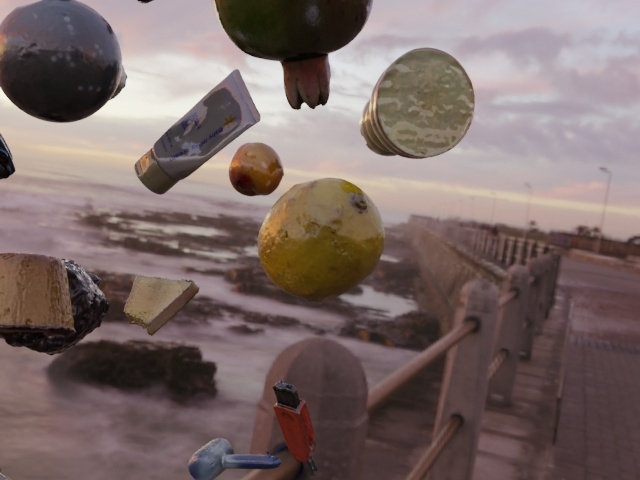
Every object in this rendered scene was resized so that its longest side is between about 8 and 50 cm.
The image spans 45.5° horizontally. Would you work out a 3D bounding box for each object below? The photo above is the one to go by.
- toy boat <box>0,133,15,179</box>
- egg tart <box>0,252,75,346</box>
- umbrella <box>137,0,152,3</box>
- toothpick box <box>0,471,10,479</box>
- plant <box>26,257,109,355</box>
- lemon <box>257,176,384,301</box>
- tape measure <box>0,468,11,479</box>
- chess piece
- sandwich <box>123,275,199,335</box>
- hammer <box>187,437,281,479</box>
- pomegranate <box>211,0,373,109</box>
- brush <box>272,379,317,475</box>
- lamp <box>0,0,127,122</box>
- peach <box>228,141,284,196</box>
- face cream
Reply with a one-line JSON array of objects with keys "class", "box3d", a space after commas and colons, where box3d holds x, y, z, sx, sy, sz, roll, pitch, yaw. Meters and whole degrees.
[{"class": "toy boat", "box3d": [-0.674, -0.193, 1.469, 0.100, 0.097, 0.223, -16, -38, 3]}, {"class": "egg tart", "box3d": [-0.570, 0.116, 1.444, 0.215, 0.171, 0.215, -1, -9, 0]}, {"class": "umbrella", "box3d": [-0.231, -0.555, 1.538, 0.326, 0.090, 0.094, -16, 1, 17]}, {"class": "toothpick box", "box3d": [-0.540, 0.477, 1.299, 0.180, 0.111, 0.111, 40, 3, -1]}, {"class": "plant", "box3d": [-0.658, 0.162, 1.921, 0.213, 0.215, 0.312, 52, -5, -6]}, {"class": "lemon", "box3d": [-0.001, 0.001, 1.611, 0.283, 0.261, 0.260, -24, -9, 20]}, {"class": "tape measure", "box3d": [-0.666, 0.514, 1.489, 0.175, 0.200, 0.106, 36, 32, -5]}, {"class": "chess piece", "box3d": [0.203, -0.302, 1.833, 0.234, 0.234, 0.442, 8, 2, -6]}, {"class": "sandwich", "box3d": [-0.447, 0.182, 2.113, 0.192, 0.163, 0.058, 2, -28, 22]}, {"class": "hammer", "box3d": [-0.172, 0.460, 1.595, 0.193, 0.070, 0.116, -5, 3, 20]}, {"class": "pomegranate", "box3d": [-0.029, -0.239, 0.795, 0.179, 0.210, 0.180, -5, 18, 2]}, {"class": "brush", "box3d": [-0.051, 0.439, 1.733, 0.070, 0.323, 0.051, 5, 42, 25]}, {"class": "lamp", "box3d": [-0.364, -0.279, 1.183, 0.181, 0.182, 0.314, 10, 15, 17]}, {"class": "peach", "box3d": [-0.158, -0.174, 1.860, 0.138, 0.138, 0.138, 9, 3, 0]}, {"class": "face cream", "box3d": [-0.196, -0.167, 1.209, 0.224, 0.114, 0.070, -37, -30, 21]}]
